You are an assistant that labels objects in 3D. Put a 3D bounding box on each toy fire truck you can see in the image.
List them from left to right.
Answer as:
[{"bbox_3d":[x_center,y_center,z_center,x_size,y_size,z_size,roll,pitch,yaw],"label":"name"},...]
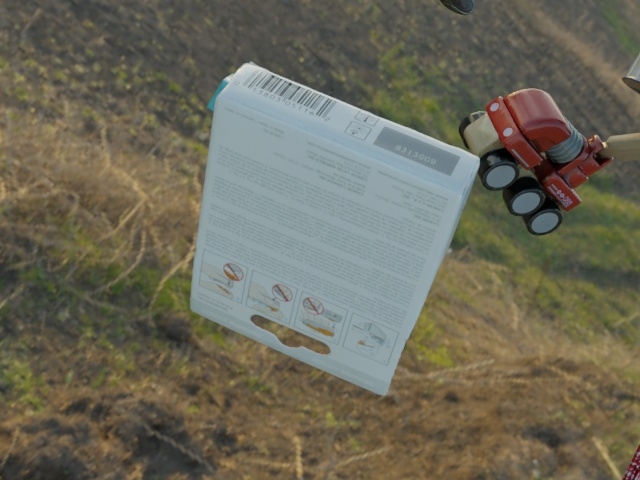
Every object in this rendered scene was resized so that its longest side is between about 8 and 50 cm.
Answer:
[{"bbox_3d":[0.364,-0.136,1.465,0.217,0.246,0.158,38,26,-41],"label":"toy fire truck"}]

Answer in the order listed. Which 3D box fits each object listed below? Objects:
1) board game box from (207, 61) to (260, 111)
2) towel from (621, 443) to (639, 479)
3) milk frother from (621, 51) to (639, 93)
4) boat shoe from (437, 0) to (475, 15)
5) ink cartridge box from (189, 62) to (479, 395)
[{"bbox_3d":[-0.063,-0.258,2.240,0.336,0.079,0.254,33,21,-3],"label":"board game box"},{"bbox_3d":[0.698,0.383,2.007,0.198,0.275,0.031,-22,47,-35],"label":"towel"},{"bbox_3d":[0.478,-0.274,1.384,0.143,0.135,0.129,28,5,-22],"label":"milk frother"},{"bbox_3d":[0.239,-0.469,1.882,0.152,0.056,0.049,31,13,-33],"label":"boat shoe"},{"bbox_3d":[0.000,0.000,1.277,0.308,0.385,0.091,23,45,9],"label":"ink cartridge box"}]
